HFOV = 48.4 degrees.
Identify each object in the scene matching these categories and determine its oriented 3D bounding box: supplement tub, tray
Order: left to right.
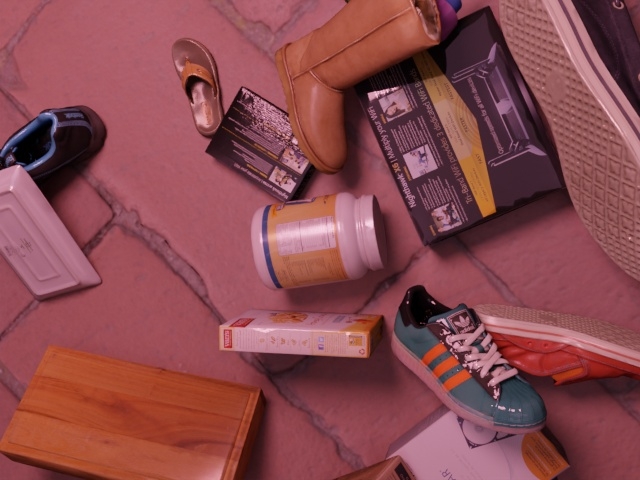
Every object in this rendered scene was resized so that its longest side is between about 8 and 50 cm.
[{"bbox_3d":[-0.520,0.001,1.265,0.145,0.030,0.270,-15,124,14],"label":"tray"},{"bbox_3d":[-0.322,0.320,1.237,0.411,0.076,0.202,9,57,11],"label":"tray"},{"bbox_3d":[0.000,0.000,1.167,0.200,0.144,0.144,-9,92,12],"label":"supplement tub"}]

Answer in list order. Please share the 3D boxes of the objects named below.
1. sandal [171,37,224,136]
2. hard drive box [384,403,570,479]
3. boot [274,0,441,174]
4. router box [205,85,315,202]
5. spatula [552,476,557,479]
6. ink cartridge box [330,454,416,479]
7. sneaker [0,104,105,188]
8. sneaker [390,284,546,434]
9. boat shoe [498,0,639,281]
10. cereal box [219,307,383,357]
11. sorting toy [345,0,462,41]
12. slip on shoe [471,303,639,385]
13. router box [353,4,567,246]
[{"bbox_3d":[-0.214,-0.270,1.244,0.072,0.049,0.180,-15,90,13],"label":"sandal"},{"bbox_3d":[0.253,0.351,1.164,0.232,0.089,0.181,-42,84,12],"label":"hard drive box"},{"bbox_3d":[0.063,-0.249,1.064,0.270,0.089,0.236,-21,91,40],"label":"boot"},{"bbox_3d":[-0.091,-0.163,1.226,0.179,0.046,0.133,33,100,8],"label":"router box"},{"bbox_3d":[0.286,0.488,1.194,0.084,0.030,0.296,43,101,9],"label":"spatula"},{"bbox_3d":[0.085,0.478,1.160,0.235,0.088,0.193,-36,86,41],"label":"ink cartridge box"},{"bbox_3d":[-0.552,-0.128,1.280,0.341,0.140,0.125,-41,87,13],"label":"sneaker"},{"bbox_3d":[0.214,0.170,1.073,0.302,0.108,0.121,33,129,47],"label":"sneaker"},{"bbox_3d":[0.421,-0.177,1.015,0.156,0.187,0.500,-19,80,-15],"label":"boat shoe"},{"bbox_3d":[-0.026,0.149,1.168,0.240,0.173,0.047,2,94,11],"label":"cereal box"},{"bbox_3d":[0.081,-0.444,1.131,0.366,0.127,0.126,34,76,22],"label":"sorting toy"},{"bbox_3d":[0.394,0.177,1.112,0.331,0.123,0.101,9,103,17],"label":"slip on shoe"},{"bbox_3d":[0.218,-0.176,1.141,0.243,0.081,0.308,-23,89,12],"label":"router box"}]
